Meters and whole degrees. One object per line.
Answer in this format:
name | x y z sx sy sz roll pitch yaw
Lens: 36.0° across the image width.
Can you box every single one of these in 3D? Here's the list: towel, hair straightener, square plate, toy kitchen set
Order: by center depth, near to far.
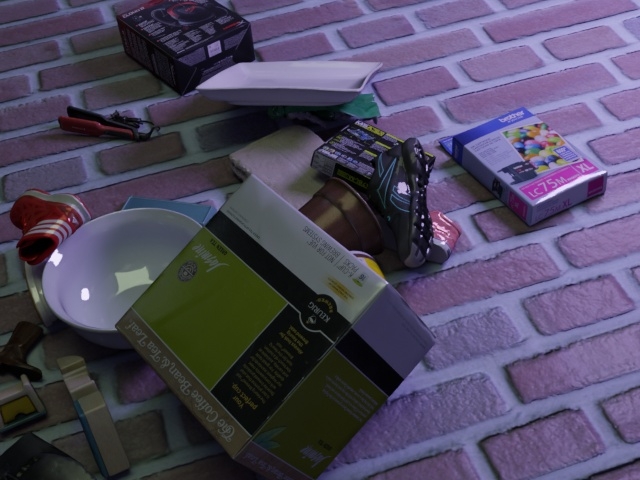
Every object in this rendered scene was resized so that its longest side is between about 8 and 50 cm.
toy kitchen set | -0.415 0.294 1.541 0.166 0.122 0.207 -23 25 -17
towel | -0.041 -0.128 1.979 0.187 0.049 0.282 -28 49 -22
square plate | -0.056 -0.340 2.132 0.344 0.049 0.347 2 19 11
hair straightener | -0.456 -0.267 2.173 0.230 0.047 0.089 8 45 14

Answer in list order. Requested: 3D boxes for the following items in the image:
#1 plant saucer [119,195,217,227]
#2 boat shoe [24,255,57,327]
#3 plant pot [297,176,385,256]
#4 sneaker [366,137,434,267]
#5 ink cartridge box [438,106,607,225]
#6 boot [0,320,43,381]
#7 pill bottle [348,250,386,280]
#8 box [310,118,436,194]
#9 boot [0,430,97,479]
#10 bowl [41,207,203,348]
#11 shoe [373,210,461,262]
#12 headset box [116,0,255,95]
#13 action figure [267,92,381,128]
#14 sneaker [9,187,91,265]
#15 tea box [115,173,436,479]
plant saucer | -0.305 -0.056 1.952 0.192 0.018 0.067 7 44 14
boat shoe | -0.482 0.043 1.804 0.096 0.098 0.277 -13 42 -6
plant pot | 0.000 0.000 1.762 0.165 0.167 0.167 -35 50 -19
sneaker | 0.143 -0.061 1.778 0.106 0.101 0.267 -12 52 19
ink cartridge box | 0.396 -0.166 1.964 0.186 0.065 0.311 -23 44 -19
boot | -0.501 0.186 1.701 0.106 0.037 0.114 11 41 15
pill bottle | 0.075 0.124 1.641 0.117 0.117 0.215 -15 44 -10
box | 0.105 -0.156 1.944 0.191 0.045 0.184 27 36 17
boot | -0.445 0.491 1.301 0.367 0.146 0.445 31 50 31
bowl | -0.322 0.088 1.713 0.298 0.134 0.298 -3 43 3
shoe | 0.170 -0.021 1.833 0.178 0.063 0.081 21 47 19
headset box | -0.330 -0.489 2.352 0.218 0.110 0.293 -31 49 -25
action figure | 0.004 -0.276 2.099 0.232 0.063 0.137 0 22 -6
sneaker | -0.512 -0.022 1.735 0.221 0.087 0.128 -6 35 46
tea box | -0.069 0.140 1.486 0.323 0.220 0.329 -47 52 -4
